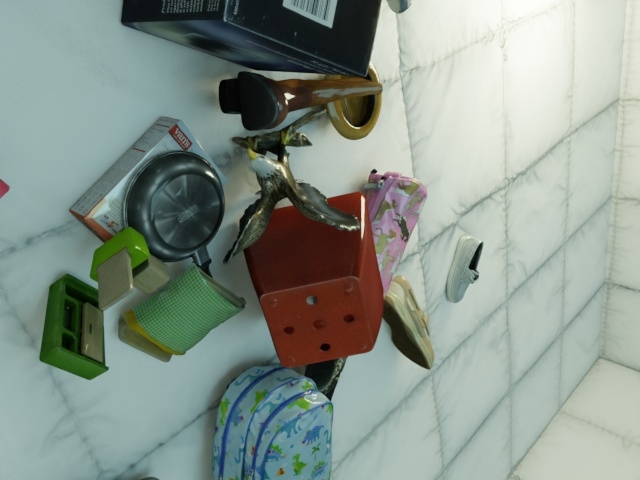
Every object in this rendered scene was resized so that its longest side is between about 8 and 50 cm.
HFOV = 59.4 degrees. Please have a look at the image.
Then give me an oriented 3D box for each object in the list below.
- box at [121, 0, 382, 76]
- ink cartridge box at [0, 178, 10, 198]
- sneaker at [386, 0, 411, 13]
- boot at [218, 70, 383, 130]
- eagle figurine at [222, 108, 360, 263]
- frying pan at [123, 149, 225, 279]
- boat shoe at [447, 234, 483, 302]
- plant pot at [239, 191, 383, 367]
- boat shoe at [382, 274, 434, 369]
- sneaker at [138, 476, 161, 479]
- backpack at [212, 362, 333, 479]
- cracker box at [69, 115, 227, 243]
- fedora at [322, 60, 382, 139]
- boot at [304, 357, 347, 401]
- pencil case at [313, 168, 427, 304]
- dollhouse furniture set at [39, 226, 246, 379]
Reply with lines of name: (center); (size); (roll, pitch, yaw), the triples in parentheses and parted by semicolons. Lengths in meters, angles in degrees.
box: (-0.106, -0.384, 0.894); (0.296, 0.294, 0.183); (4, 102, -46)
ink cartridge box: (-0.549, -0.087, 0.684); (0.172, 0.100, 0.237); (-54, 135, -18)
sneaker: (0.094, -0.585, 1.192); (0.122, 0.110, 0.283); (-47, 132, 0)
boot: (-0.016, -0.252, 1.006); (0.280, 0.264, 0.096); (-8, 103, -22)
eagle figurine: (-0.078, -0.086, 1.033); (0.225, 0.226, 0.298); (10, 52, -37)
frying pan: (-0.243, 0.008, 0.978); (0.197, 0.053, 0.326); (-13, 112, -44)
boat shoe: (0.469, 0.098, 1.798); (0.079, 0.081, 0.228); (5, 100, -46)
plant pot: (-0.008, 0.093, 1.112); (0.267, 0.236, 0.267); (-12, 119, 4)
boat shoe: (0.268, 0.244, 1.613); (0.110, 0.121, 0.341); (-47, 130, -23)
sneaker: (-0.411, 0.496, 1.018); (0.281, 0.105, 0.115); (-12, 112, -42)
backpack: (-0.102, 0.449, 1.241); (0.290, 0.273, 0.356); (-7, 95, -37)
cracker box: (-0.290, -0.080, 0.975); (0.232, 0.067, 0.156); (-52, 135, -19)
fedora: (0.056, -0.319, 1.238); (0.194, 0.079, 0.194); (-9, 104, -42)
boot: (0.016, 0.331, 1.421); (0.236, 0.085, 0.179); (-54, 159, -48)
pencil case: (0.123, 0.021, 1.367); (0.167, 0.160, 0.386); (24, 86, -14)
dollhouse furniture set: (-0.274, 0.145, 0.948); (0.197, 0.151, 0.301); (-33, 137, 13)
